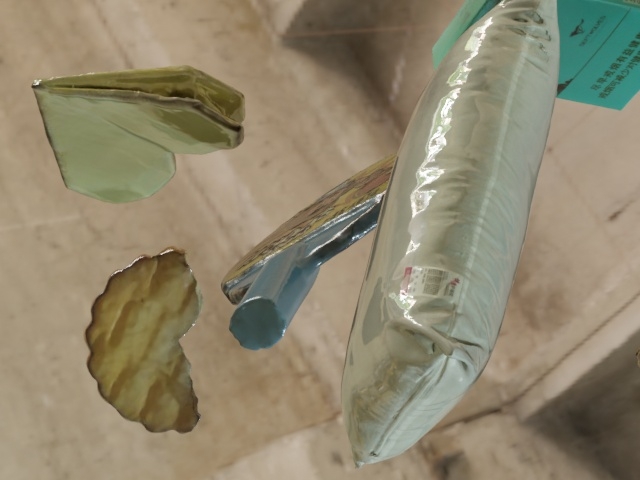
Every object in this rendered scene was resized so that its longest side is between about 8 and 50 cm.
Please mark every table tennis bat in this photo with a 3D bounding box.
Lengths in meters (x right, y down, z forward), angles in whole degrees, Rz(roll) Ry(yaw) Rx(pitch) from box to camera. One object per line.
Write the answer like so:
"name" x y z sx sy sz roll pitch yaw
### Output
"table tennis bat" 0.000 0.000 1.187 0.215 0.329 0.044 -29 -80 26

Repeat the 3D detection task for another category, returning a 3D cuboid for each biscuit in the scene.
"biscuit" -0.171 0.095 1.423 0.118 0.061 0.183 2 -86 1

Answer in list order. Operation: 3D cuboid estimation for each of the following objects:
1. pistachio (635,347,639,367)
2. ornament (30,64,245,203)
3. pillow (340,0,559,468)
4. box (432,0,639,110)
"pistachio" 0.368 0.132 1.389 0.089 0.173 0.049 23 -100 48
"ornament" -0.181 -0.108 1.311 0.201 0.180 0.059 -24 -129 43
"pillow" 0.071 -0.010 0.785 0.078 0.254 0.144 17 -33 2
"box" 0.250 -0.210 1.493 0.161 0.226 0.042 125 -31 -53
